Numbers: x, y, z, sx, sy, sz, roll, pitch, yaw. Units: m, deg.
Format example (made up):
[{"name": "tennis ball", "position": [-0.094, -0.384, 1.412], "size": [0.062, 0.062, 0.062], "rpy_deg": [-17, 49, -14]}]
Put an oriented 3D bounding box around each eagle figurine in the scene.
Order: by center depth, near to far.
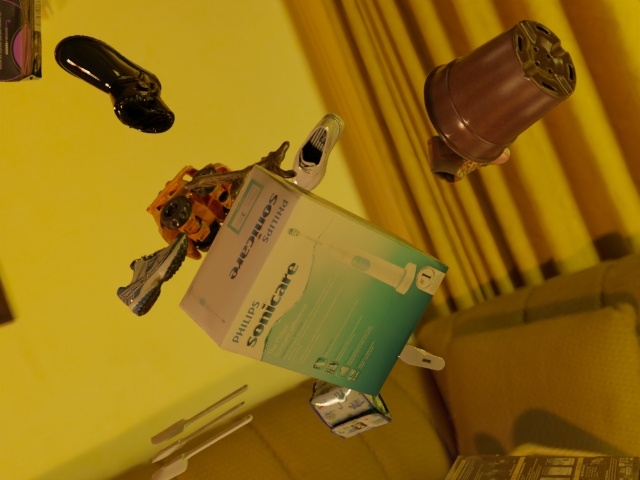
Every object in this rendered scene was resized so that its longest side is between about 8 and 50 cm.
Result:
[{"name": "eagle figurine", "position": [-0.097, -0.016, 1.479], "size": [0.226, 0.225, 0.298], "rpy_deg": [5, -47, 1]}]

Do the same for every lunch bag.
[{"name": "lunch bag", "position": [0.068, 0.368, 1.995], "size": [0.129, 0.151, 0.096], "rpy_deg": [-26, 24, 22]}]

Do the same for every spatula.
[{"name": "spatula", "position": [-0.241, 0.389, 1.817], "size": [0.242, 0.019, 0.168], "rpy_deg": [-30, 21, 3]}]

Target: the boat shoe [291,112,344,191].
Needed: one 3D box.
[{"name": "boat shoe", "position": [-0.024, -0.190, 2.025], "size": [0.076, 0.083, 0.226], "rpy_deg": [-39, -21, -49]}]

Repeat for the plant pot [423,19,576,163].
[{"name": "plant pot", "position": [0.264, -0.221, 1.290], "size": [0.167, 0.167, 0.165], "rpy_deg": [-20, -9, -42]}]

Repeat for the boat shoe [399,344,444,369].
[{"name": "boat shoe", "position": [0.192, 0.227, 1.751], "size": [0.100, 0.035, 0.035], "rpy_deg": [17, -3, -11]}]

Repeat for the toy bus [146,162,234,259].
[{"name": "toy bus", "position": [-0.291, -0.099, 2.078], "size": [0.220, 0.211, 0.149], "rpy_deg": [-49, -47, 2]}]

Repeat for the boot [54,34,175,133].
[{"name": "boot", "position": [-0.424, -0.322, 1.854], "size": [0.094, 0.247, 0.207], "rpy_deg": [-56, 30, 16]}]

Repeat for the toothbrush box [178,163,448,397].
[{"name": "toothbrush box", "position": [-0.003, 0.061, 1.203], "size": [0.296, 0.216, 0.126], "rpy_deg": [23, 7, -41]}]

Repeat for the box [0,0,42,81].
[{"name": "box", "position": [-0.551, -0.316, 1.294], "size": [0.271, 0.165, 0.143], "rpy_deg": [3, 10, -7]}]

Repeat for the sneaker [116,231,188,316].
[{"name": "sneaker", "position": [-0.237, 0.036, 1.260], "size": [0.135, 0.058, 0.052], "rpy_deg": [-56, -8, -18]}]

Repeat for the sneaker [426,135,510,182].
[{"name": "sneaker", "position": [0.227, -0.117, 1.385], "size": [0.134, 0.070, 0.051], "rpy_deg": [8, -18, -13]}]

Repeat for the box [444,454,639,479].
[{"name": "box", "position": [0.332, 0.432, 1.383], "size": [0.318, 0.097, 0.395], "rpy_deg": [-3, 5, 19]}]
